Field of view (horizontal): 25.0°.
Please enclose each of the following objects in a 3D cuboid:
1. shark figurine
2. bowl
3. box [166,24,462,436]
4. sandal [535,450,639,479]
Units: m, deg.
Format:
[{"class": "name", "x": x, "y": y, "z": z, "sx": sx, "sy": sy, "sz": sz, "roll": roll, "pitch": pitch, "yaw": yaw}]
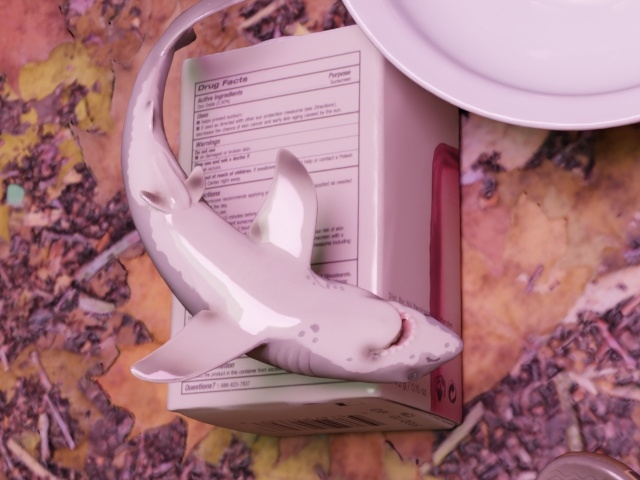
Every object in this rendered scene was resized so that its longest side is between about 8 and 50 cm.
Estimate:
[{"class": "shark figurine", "x": -0.064, "y": -0.005, "z": 0.820, "sx": 0.166, "sy": 0.116, "sz": 0.278, "roll": -26, "pitch": 69, "yaw": -17}, {"class": "bowl", "x": 0.153, "y": -0.210, "z": 0.854, "sx": 0.298, "sy": 0.134, "sz": 0.298, "roll": 1, "pitch": 92, "yaw": 13}, {"class": "box", "x": 0.000, "y": 0.000, "z": 0.911, "sx": 0.149, "sy": 0.127, "sz": 0.232, "roll": -7, "pitch": 72, "yaw": 28}, {"class": "sandal", "x": 0.122, "y": 0.209, "z": 0.674, "sx": 0.090, "sy": 0.060, "sz": 0.219, "roll": 4, "pitch": 81, "yaw": 34}]
